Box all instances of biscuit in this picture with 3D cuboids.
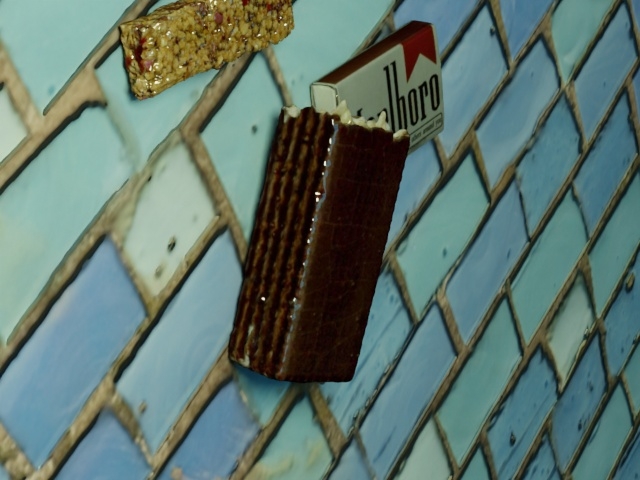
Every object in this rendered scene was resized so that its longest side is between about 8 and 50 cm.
[{"bbox_3d":[0.000,0.000,1.460,0.106,0.070,0.252,5,101,-47],"label":"biscuit"},{"bbox_3d":[-0.087,-0.169,1.343,0.199,0.034,0.064,-33,125,-49],"label":"biscuit"}]

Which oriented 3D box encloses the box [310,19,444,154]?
[{"bbox_3d":[0.055,-0.125,1.575,0.177,0.036,0.115,-36,127,-47],"label":"box"}]
